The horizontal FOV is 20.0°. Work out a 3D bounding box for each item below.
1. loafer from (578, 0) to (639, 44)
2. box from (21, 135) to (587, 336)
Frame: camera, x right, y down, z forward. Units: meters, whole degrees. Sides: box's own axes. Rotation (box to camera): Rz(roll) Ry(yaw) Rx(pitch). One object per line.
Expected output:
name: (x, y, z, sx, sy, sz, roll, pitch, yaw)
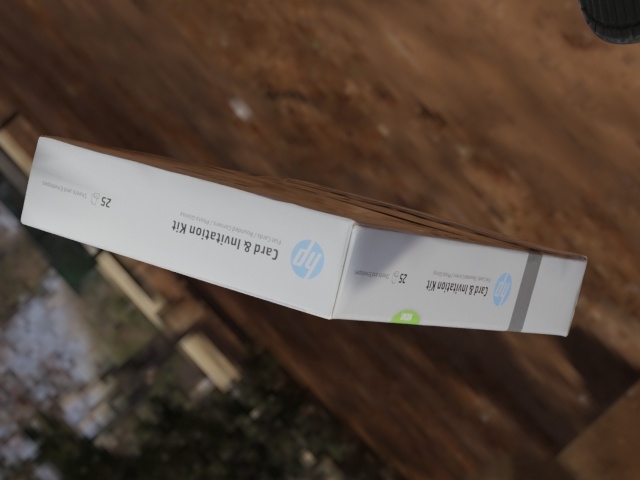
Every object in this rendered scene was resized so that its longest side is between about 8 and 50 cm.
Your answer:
loafer: (0.143, -0.105, 0.639, 0.148, 0.050, 0.056, -15, 85, 63)
box: (0.000, 0.000, 0.711, 0.145, 0.038, 0.186, 16, -177, 32)
